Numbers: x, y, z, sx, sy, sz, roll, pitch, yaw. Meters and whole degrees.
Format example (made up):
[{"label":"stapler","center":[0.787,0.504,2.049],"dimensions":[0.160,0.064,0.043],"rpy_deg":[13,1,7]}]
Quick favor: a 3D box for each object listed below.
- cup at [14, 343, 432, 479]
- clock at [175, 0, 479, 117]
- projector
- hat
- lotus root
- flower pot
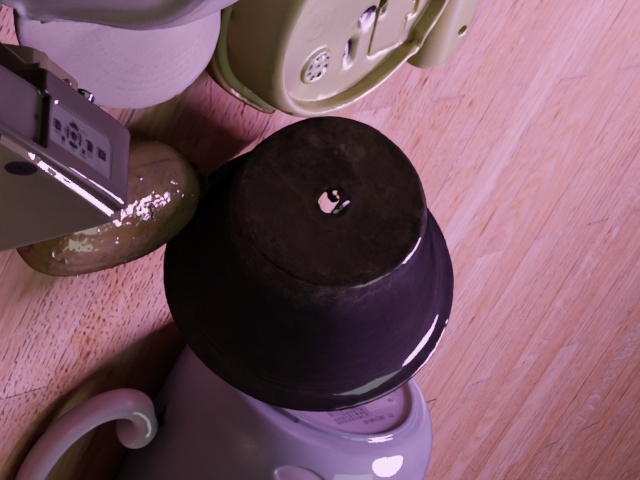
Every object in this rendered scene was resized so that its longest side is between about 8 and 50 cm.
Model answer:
[{"label":"cup","center":[-0.092,0.209,1.688],"dimensions":[0.356,0.259,0.274],"rpy_deg":[11,122,-28]},{"label":"clock","center":[0.005,-0.189,1.374],"dimensions":[0.308,0.096,0.235],"rpy_deg":[-29,151,-35]},{"label":"projector","center":[-0.250,-0.072,1.020],"dimensions":[0.193,0.088,0.269],"rpy_deg":[-13,153,29]},{"label":"hat","center":[-0.066,-0.179,1.080],"dimensions":[0.301,0.168,0.258],"rpy_deg":[86,27,-63]},{"label":"lotus root","center":[-0.145,-0.027,1.384],"dimensions":[0.183,0.077,0.090],"rpy_deg":[-18,143,-48]},{"label":"flower pot","center":[0.000,0.000,1.451],"dimensions":[0.235,0.235,0.148],"rpy_deg":[-39,166,-21]}]
